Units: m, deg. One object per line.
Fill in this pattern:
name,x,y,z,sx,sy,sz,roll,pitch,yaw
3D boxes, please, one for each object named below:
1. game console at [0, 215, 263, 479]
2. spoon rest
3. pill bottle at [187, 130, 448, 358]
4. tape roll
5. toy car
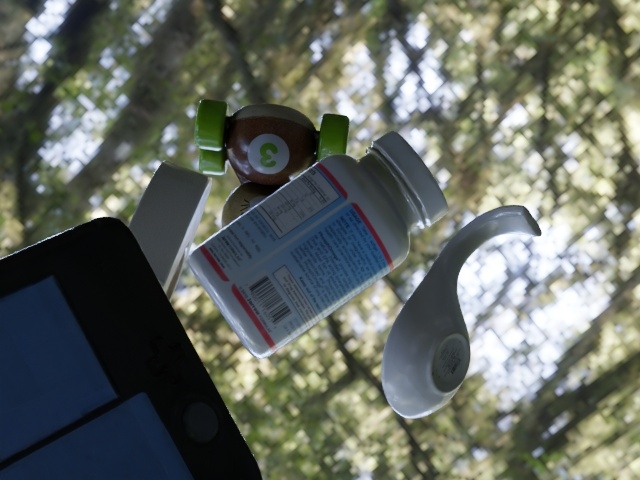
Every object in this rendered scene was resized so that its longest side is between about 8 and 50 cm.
game console,-0.241,0.183,1.327,0.386,0.060,0.342,-27,-87,-45
spoon rest,0.150,0.078,1.715,0.084,0.276,0.137,15,154,43
pill bottle,0.000,0.000,0.978,0.087,0.160,0.087,55,175,8
tape roll,-0.239,0.085,1.940,0.072,0.392,0.392,22,-153,-3
toy car,-0.058,-0.034,1.549,0.149,0.155,0.188,94,-178,-73
